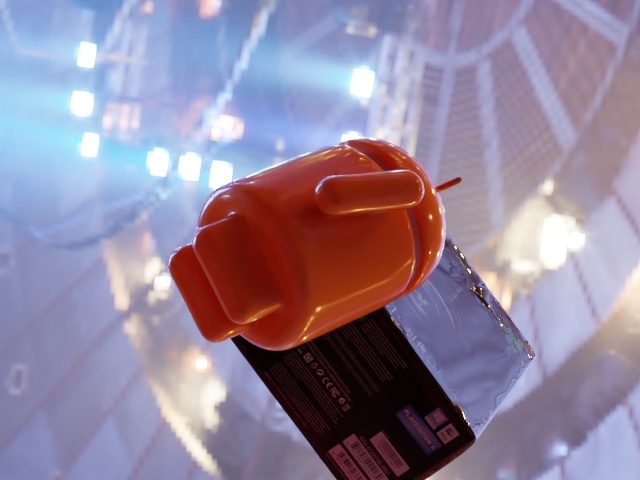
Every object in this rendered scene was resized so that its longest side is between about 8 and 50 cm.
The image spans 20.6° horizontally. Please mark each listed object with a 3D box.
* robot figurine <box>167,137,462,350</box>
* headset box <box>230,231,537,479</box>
[{"bbox_3d":[0.001,0.000,1.260,0.128,0.219,0.158,35,-46,36],"label":"robot figurine"},{"bbox_3d":[0.053,0.074,1.578,0.131,0.283,0.246,-37,-92,21],"label":"headset box"}]
